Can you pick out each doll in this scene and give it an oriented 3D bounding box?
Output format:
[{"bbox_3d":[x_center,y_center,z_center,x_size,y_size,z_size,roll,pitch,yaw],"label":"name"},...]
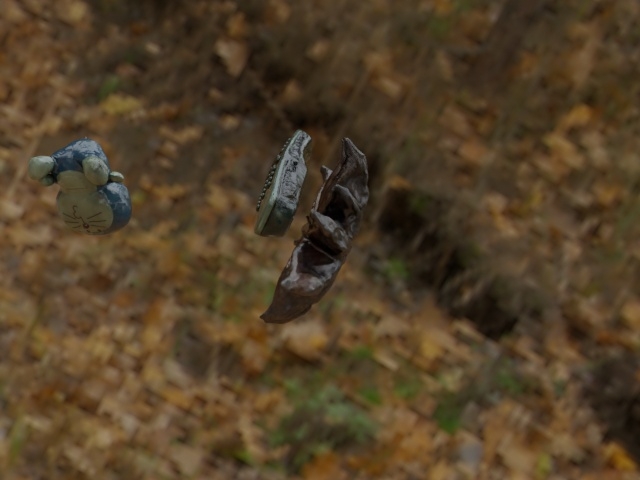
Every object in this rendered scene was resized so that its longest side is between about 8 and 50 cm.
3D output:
[{"bbox_3d":[-0.180,-0.039,1.444,0.076,0.083,0.050,3,38,27],"label":"doll"}]

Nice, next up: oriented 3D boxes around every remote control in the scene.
[{"bbox_3d":[-0.040,-0.062,2.034,0.042,0.072,0.222,25,23,-4],"label":"remote control"}]

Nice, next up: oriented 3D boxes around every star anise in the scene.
[{"bbox_3d":[0.001,0.001,1.270,0.042,0.141,0.141,24,18,-2],"label":"star anise"}]
